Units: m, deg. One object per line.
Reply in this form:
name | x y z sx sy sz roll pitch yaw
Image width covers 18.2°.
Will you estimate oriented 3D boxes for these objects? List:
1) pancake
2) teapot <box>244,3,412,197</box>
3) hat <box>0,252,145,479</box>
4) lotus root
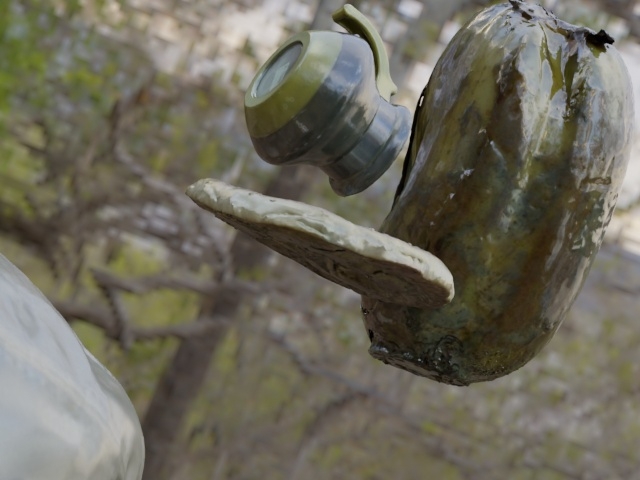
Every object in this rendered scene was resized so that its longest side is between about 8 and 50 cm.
pancake | 0.000 0.000 1.071 0.158 0.028 0.158 22 -6 2
teapot | 0.013 -0.119 1.667 0.119 0.166 0.130 40 -36 -22
hat | -0.092 0.082 0.531 0.244 0.149 0.214 25 -14 49
lotus root | 0.124 -0.027 1.404 0.152 0.275 0.160 25 1 -22
